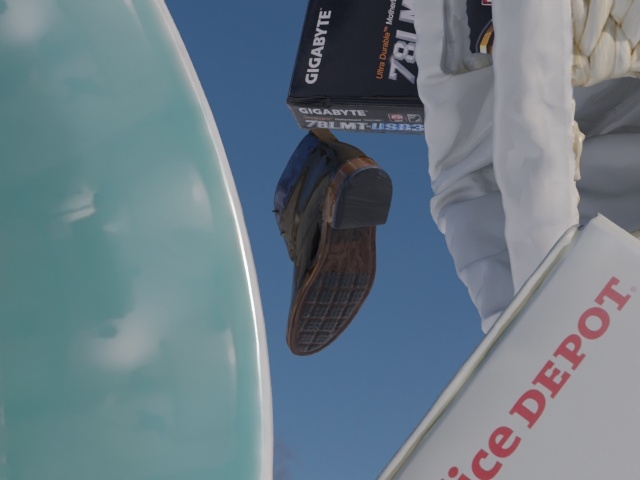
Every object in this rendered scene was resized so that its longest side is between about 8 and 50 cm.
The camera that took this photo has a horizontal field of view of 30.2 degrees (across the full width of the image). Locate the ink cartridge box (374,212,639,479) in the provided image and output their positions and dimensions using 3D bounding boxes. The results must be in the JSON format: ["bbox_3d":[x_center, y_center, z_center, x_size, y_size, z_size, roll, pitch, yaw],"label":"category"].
[{"bbox_3d":[0.131,0.116,0.398,0.212,0.154,0.093,37,-5,17],"label":"ink cartridge box"}]

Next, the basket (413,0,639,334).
[{"bbox_3d":[0.202,-0.118,0.720,0.266,0.331,0.328,-10,-62,-2],"label":"basket"}]

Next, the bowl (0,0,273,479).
[{"bbox_3d":[-0.159,0.013,0.256,0.163,0.311,0.311,-17,-38,24],"label":"bowl"}]

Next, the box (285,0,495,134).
[{"bbox_3d":[0.133,-0.254,1.287,0.293,0.295,0.073,5,-24,16],"label":"box"}]

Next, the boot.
[{"bbox_3d":[0.000,0.000,1.143,0.082,0.106,0.219,1,-58,-32],"label":"boot"}]
